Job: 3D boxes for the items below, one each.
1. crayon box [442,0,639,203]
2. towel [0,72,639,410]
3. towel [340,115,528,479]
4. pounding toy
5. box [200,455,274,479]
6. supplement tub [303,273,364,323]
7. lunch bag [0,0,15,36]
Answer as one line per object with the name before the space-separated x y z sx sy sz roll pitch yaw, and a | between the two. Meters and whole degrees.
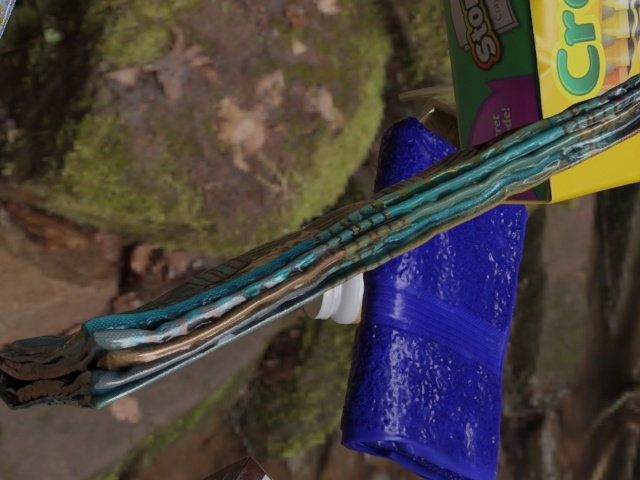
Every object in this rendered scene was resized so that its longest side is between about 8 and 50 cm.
crayon box | 0.235 -0.232 1.008 0.313 0.106 0.363 -14 100 -35
towel | 0.000 0.000 0.753 0.370 0.271 0.040 -26 93 -24
towel | 0.116 0.065 1.212 0.227 0.076 0.308 32 60 -52
pounding toy | 0.172 -0.128 1.701 0.206 0.181 0.094 -46 135 -11
box | -0.116 0.374 1.429 0.168 0.203 0.167 47 40 -10
supplement tub | 0.079 0.052 1.972 0.199 0.144 0.144 -3 87 -19
lunch bag | -0.267 -0.158 0.956 0.053 0.071 0.083 23 84 -38
